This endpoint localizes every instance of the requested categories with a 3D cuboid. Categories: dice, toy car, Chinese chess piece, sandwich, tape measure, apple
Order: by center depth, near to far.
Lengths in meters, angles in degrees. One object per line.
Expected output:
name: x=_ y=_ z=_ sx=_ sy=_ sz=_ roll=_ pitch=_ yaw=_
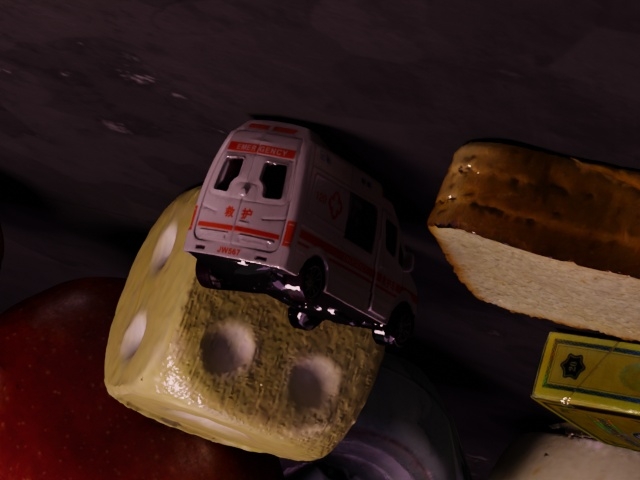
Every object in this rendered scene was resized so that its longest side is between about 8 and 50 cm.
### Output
sandwich: x=0.182 y=0.012 z=1.159 sx=0.215 sy=0.065 sz=0.186 roll=13 pitch=165 yaw=23
toy car: x=0.000 y=0.000 z=1.277 sx=0.089 sy=0.108 sz=0.210 roll=7 pitch=167 yaw=31
dice: x=-0.055 y=0.064 z=1.452 sx=0.166 sy=0.169 sz=0.169 roll=24 pitch=166 yaw=-21
apple: x=-0.181 y=0.193 z=1.630 sx=0.288 sy=0.288 sz=0.317 roll=34 pitch=-165 yaw=-49
tape measure: x=0.009 y=0.222 z=1.819 sx=0.275 sy=0.256 sz=0.147 roll=39 pitch=-157 yaw=-26
Chinese chess piece: x=0.336 y=0.303 z=1.964 sx=0.349 sy=0.146 sz=0.349 roll=18 pitch=167 yaw=4

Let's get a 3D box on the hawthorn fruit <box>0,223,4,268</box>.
hawthorn fruit: x=-0.400 y=0.011 z=1.646 sx=0.261 sy=0.224 sz=0.224 roll=38 pitch=173 yaw=19

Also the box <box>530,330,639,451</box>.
box: x=0.294 y=0.133 z=1.507 sx=0.220 sy=0.064 sz=0.141 roll=10 pitch=165 yaw=37
